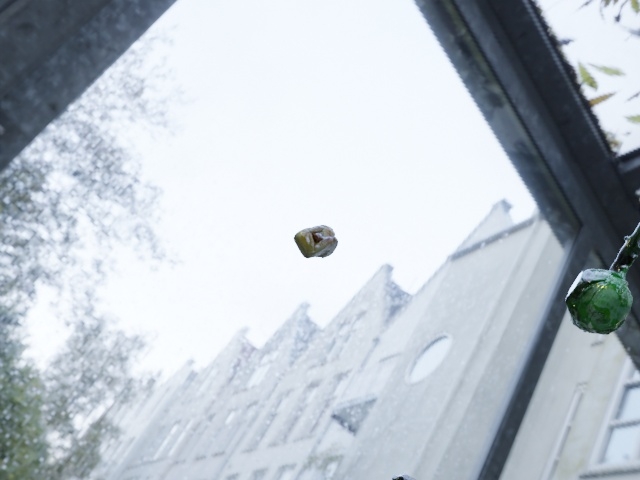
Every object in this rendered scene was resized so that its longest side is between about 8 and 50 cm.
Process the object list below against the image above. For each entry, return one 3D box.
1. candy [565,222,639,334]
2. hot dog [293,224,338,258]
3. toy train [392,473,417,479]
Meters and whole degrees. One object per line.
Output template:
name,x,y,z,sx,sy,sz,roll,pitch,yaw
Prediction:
candy,0.484,0.004,1.293,0.097,0.323,0.097,33,-13,9
hot dog,0.000,0.000,0.911,0.030,0.034,0.090,59,12,9
toy train,0.039,0.216,0.345,0.100,0.160,0.296,33,3,-30
